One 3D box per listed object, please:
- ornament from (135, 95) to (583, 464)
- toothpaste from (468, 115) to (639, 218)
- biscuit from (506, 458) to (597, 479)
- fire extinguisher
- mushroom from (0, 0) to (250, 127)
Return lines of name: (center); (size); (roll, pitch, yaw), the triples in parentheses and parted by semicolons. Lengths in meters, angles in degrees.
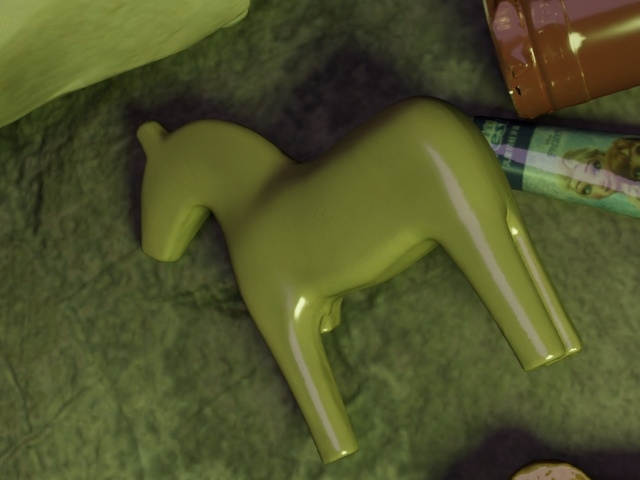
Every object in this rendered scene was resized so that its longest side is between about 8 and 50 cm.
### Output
ornament: (0.000, 0.000, 0.752); (0.230, 0.061, 0.245); (-31, 76, 27)
toothpaste: (0.152, -0.042, 0.740); (0.216, 0.037, 0.062); (12, 72, 15)
biscuit: (0.171, 0.213, 0.687); (0.208, 0.049, 0.181); (4, 83, 17)
fire extinguisher: (0.224, -0.148, 0.699); (0.269, 0.105, 0.105); (-15, 78, 14)
mushroom: (-0.207, -0.142, 0.802); (0.407, 0.154, 0.138); (-21, 83, 20)
